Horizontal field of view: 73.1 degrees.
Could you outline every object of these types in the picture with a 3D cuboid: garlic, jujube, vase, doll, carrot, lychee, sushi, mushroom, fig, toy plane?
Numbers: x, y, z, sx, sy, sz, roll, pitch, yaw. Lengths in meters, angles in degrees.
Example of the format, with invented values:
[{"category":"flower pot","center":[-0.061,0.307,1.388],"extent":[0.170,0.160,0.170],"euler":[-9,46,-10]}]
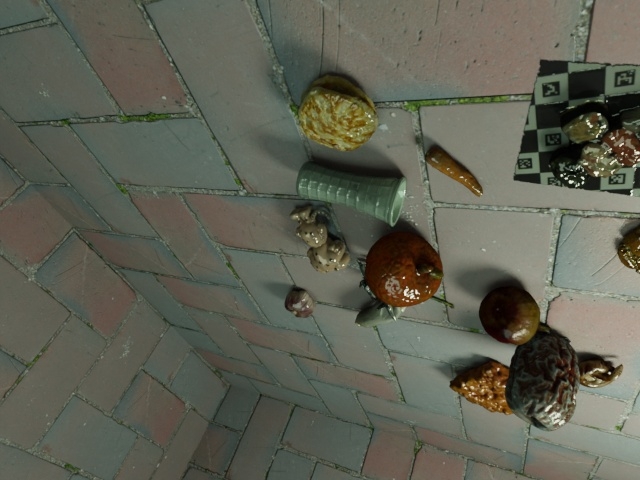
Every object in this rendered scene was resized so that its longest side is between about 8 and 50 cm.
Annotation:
[{"category":"garlic","center":[-0.097,0.294,1.959],"extent":[0.147,0.102,0.159],"euler":[36,145,-17]},{"category":"jujube","center":[0.755,0.470,1.467],"extent":[0.225,0.317,0.226],"euler":[24,151,14]},{"category":"vase","center":[0.085,-0.146,1.243],"extent":[0.298,0.143,0.143],"euler":[17,145,19]},{"category":"doll","center":[-0.002,0.000,1.515],"extent":[0.154,0.119,0.278],"euler":[-2,127,33]},{"category":"carrot","center":[0.349,-0.174,1.111],"extent":[0.191,0.047,0.047],"euler":[31,146,-14]},{"category":"lychee","center":[0.260,0.088,1.345],"extent":[0.255,0.255,0.300],"euler":[38,147,-17]},{"category":"sushi","center":[0.598,-0.196,0.896],"extent":[0.339,0.069,0.320],"euler":[12,144,19]},{"category":"mushroom","center":[0.235,0.287,1.730],"extent":[0.097,0.109,0.351],"euler":[35,145,-10]},{"category":"fig","center":[0.655,0.271,1.389],"extent":[0.290,0.191,0.190],"euler":[34,145,-10]},{"category":"toy plane","center":[0.202,0.191,1.568],"extent":[0.192,0.088,0.262],"euler":[-146,33,-80]},{"category":"mushroom","center":[0.976,0.461,1.513],"extent":[0.135,0.080,0.170],"euler":[23,147,-17]}]

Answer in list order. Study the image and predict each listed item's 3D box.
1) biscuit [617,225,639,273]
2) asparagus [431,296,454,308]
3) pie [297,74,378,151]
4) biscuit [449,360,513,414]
[{"category":"biscuit","center":[0.857,0.027,1.049],"extent":[0.225,0.042,0.226],"euler":[18,146,13]},{"category":"asparagus","center":[0.437,0.222,1.598],"extent":[0.127,0.015,0.018],"euler":[23,155,5]},{"category":"pie","center":[0.044,-0.314,1.083],"extent":[0.205,0.084,0.179],"euler":[21,147,4]},{"category":"biscuit","center":[0.762,0.650,1.873],"extent":[0.318,0.111,0.312],"euler":[27,145,-2]}]
